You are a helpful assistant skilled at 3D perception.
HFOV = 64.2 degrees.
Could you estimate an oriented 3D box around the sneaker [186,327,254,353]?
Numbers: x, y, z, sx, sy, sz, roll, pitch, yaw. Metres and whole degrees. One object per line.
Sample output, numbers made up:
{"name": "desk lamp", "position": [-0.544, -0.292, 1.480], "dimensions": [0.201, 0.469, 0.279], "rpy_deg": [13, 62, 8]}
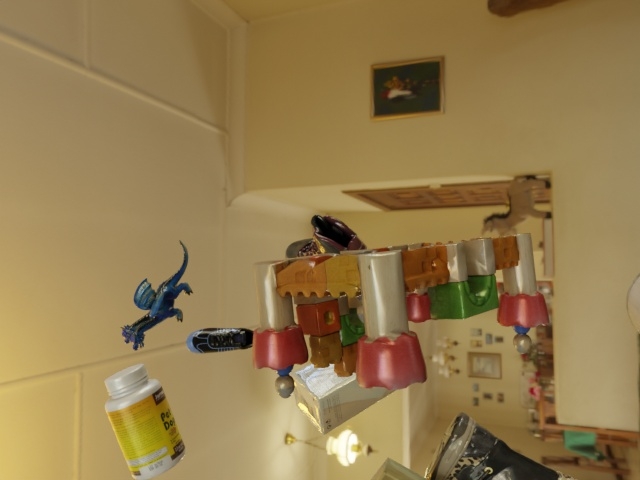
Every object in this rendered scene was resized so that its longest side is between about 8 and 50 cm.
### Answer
{"name": "sneaker", "position": [-0.294, 0.303, 1.578], "dimensions": [0.232, 0.090, 0.082], "rpy_deg": [4, -108, -44]}

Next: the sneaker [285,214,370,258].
{"name": "sneaker", "position": [0.000, 0.000, 1.105], "dimensions": [0.106, 0.281, 0.163], "rpy_deg": [-56, -50, -25]}

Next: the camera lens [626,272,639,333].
{"name": "camera lens", "position": [0.813, 0.164, 1.107], "dimensions": [0.274, 0.219, 0.220], "rpy_deg": [-27, -66, -70]}

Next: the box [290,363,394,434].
{"name": "box", "position": [0.090, 0.373, 1.395], "dimensions": [0.310, 0.148, 0.121], "rpy_deg": [-21, -63, -26]}

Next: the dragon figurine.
{"name": "dragon figurine", "position": [-0.412, 0.147, 1.300], "dimensions": [0.144, 0.085, 0.289], "rpy_deg": [-5, -58, -60]}

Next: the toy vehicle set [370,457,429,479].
{"name": "toy vehicle set", "position": [0.218, 0.561, 1.033], "dimensions": [0.035, 0.266, 0.166], "rpy_deg": [-54, -10, -55]}

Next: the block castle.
{"name": "block castle", "position": [0.133, 0.115, 0.816], "dimensions": [0.453, 0.302, 0.213], "rpy_deg": [-6, -90, -45]}

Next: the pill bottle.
{"name": "pill bottle", "position": [-0.372, 0.375, 1.070], "dimensions": [0.117, 0.117, 0.215], "rpy_deg": [-27, -83, -66]}

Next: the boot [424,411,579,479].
{"name": "boot", "position": [0.359, 0.576, 1.099], "dimensions": [0.138, 0.284, 0.378], "rpy_deg": [-36, -35, -62]}
